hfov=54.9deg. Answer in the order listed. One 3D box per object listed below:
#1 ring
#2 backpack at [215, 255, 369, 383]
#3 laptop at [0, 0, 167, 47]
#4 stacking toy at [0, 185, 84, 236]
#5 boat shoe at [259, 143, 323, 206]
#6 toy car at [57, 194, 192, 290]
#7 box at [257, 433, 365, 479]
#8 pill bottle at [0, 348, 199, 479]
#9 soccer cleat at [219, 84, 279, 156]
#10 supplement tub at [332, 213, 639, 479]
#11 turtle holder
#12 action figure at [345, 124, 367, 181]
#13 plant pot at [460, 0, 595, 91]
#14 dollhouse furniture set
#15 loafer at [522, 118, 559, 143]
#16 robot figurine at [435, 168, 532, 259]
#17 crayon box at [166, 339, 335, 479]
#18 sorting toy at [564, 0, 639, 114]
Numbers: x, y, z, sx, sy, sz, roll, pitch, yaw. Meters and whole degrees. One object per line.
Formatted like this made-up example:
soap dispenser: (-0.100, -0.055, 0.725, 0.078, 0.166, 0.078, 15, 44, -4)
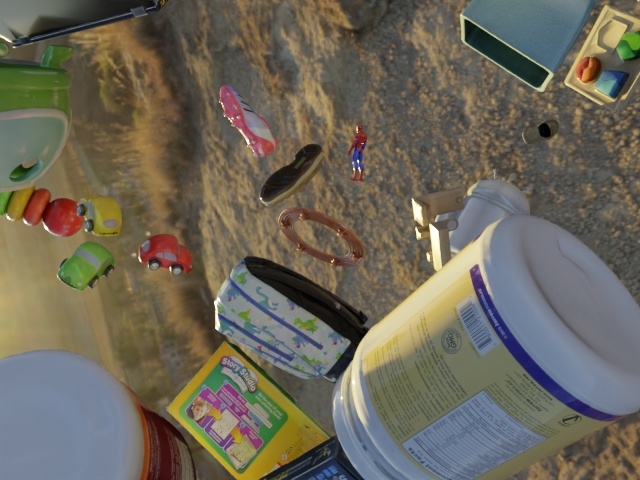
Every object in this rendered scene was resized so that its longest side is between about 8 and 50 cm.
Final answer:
ring: (0.000, 0.000, 2.159, 0.336, 0.032, 0.336, 22, 154, 11)
backpack: (-0.084, 0.187, 1.532, 0.355, 0.273, 0.290, 45, -169, -14)
laptop: (-0.500, -0.540, 1.201, 0.382, 0.408, 0.236, -3, 133, 23)
stacking toy: (-0.693, -0.096, 1.367, 0.141, 0.330, 0.141, -53, 21, 30)
boat shoe: (-0.053, -0.127, 1.333, 0.068, 0.190, 0.072, 27, 149, 35)
toy car: (-0.349, 0.010, 1.038, 0.239, 0.225, 0.053, 32, 119, 2)
box: (0.013, 0.416, 0.952, 0.183, 0.059, 0.232, 46, 121, -10)
pill bottle: (-0.276, 0.296, 0.749, 0.224, 0.224, 0.392, 58, 166, 25)
soccer cleat: (-0.221, -0.375, 1.906, 0.083, 0.095, 0.248, -16, 111, 51)
supplement tub: (0.188, 0.154, 0.734, 0.331, 0.241, 0.241, -48, 61, 36)
turtle holder: (-0.517, -0.186, 0.918, 0.320, 0.243, 0.227, -89, 6, -73)
action figure: (0.076, -0.180, 1.262, 0.030, 0.038, 0.115, 12, 97, 47)
plant pot: (0.502, -0.536, 1.435, 0.247, 0.248, 0.252, 36, 101, 9)
dollhouse furniture set: (0.301, -0.023, 1.411, 0.151, 0.123, 0.144, -121, 19, -66)
loafer: (0.616, -0.299, 1.692, 0.050, 0.148, 0.056, -10, 104, 56)
robot figurine: (0.497, -0.037, 1.865, 0.300, 0.353, 0.200, 30, 178, 0)
crayon box: (-0.123, 0.336, 1.127, 0.278, 0.165, 0.081, 39, 173, 17)
sorting toy: (0.728, -0.488, 1.491, 0.229, 0.041, 0.307, -118, 41, -51)
